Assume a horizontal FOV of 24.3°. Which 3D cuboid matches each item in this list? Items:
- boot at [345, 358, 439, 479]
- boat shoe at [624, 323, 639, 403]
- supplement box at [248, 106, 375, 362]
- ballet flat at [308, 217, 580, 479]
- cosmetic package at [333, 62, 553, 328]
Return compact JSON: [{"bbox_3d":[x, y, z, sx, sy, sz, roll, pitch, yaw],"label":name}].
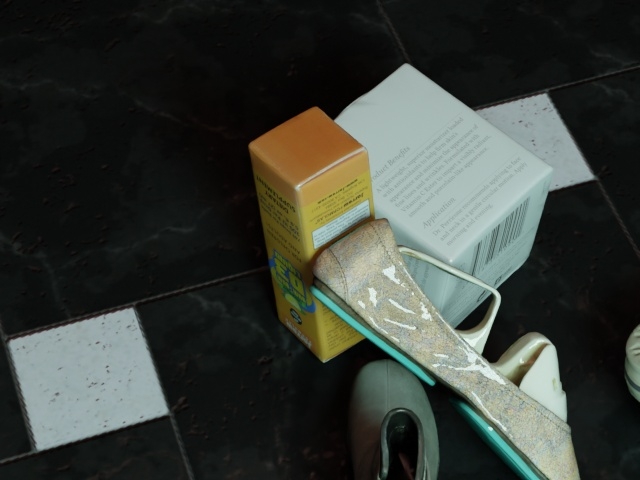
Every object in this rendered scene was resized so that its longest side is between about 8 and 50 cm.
[{"bbox_3d":[0.067,0.179,1.232,0.084,0.161,0.246,1,55,-2],"label":"boot"},{"bbox_3d":[0.498,0.057,1.330,0.500,0.156,0.187,-29,22,-15],"label":"boat shoe"},{"bbox_3d":[0.000,0.000,1.306,0.080,0.233,0.078,-33,50,-19],"label":"supplement box"},{"bbox_3d":[0.133,0.100,1.253,0.316,0.107,0.106,42,88,-11],"label":"ballet flat"},{"bbox_3d":[0.091,-0.033,1.388,0.184,0.151,0.151,39,62,22],"label":"cosmetic package"}]
